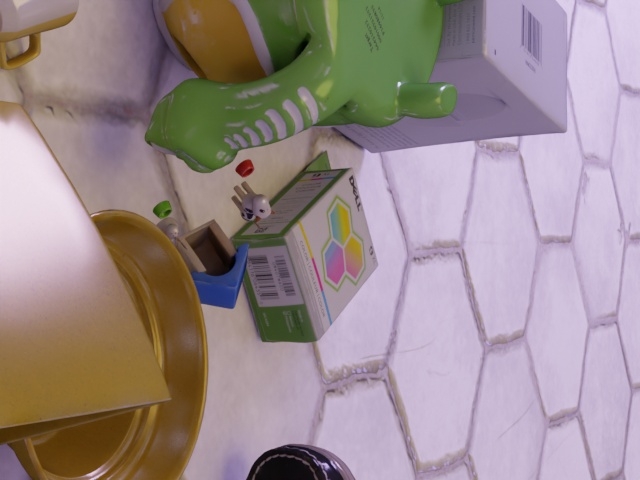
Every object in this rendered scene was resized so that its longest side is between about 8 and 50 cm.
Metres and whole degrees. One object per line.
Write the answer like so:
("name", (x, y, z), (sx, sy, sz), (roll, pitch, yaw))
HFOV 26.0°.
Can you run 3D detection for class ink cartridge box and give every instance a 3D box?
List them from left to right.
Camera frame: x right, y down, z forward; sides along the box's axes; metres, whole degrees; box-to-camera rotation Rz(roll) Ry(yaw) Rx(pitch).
("ink cartridge box", (0.000, 0.000, 1.326), (0.209, 0.062, 0.109), (-47, 127, -53))

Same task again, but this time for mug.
("mug", (-0.209, -0.161, 0.963), (0.064, 0.062, 0.078), (-40, 116, -46))

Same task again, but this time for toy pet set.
("toy pet set", (-0.092, 0.011, 1.112), (0.122, 0.065, 0.114), (-29, 159, -20))

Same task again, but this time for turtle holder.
("turtle holder", (-0.015, -0.184, 1.143), (0.243, 0.227, 0.320), (31, 62, -58))

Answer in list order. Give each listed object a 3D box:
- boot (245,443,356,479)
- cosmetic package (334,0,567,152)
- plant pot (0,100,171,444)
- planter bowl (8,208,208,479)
("boot", (-0.085, 0.328, 1.077), (0.284, 0.138, 0.377), (32, 65, -56))
("cosmetic package", (0.101, -0.190, 1.359), (0.224, 0.225, 0.138), (27, 61, -58))
("plant pot", (-0.239, 0.027, 0.753), (0.212, 0.212, 0.187), (1, 75, -61))
("planter bowl", (-0.174, 0.089, 0.970), (0.217, 0.090, 0.217), (11, 77, -60))
